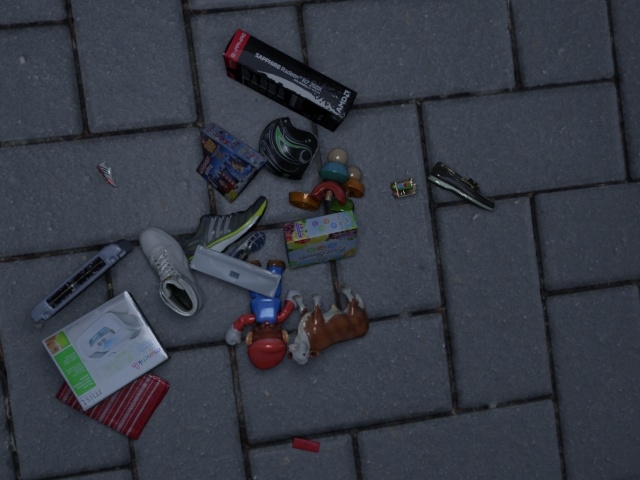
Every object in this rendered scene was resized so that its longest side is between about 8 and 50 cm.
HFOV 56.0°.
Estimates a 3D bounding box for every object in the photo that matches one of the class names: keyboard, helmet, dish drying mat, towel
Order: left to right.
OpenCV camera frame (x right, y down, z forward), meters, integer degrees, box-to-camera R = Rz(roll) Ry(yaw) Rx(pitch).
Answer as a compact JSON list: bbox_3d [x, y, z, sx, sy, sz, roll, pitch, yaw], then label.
[{"bbox_3d":[-0.611,0.445,1.780,0.275,0.031,0.198,30,88,-6],"label":"towel"},{"bbox_3d":[-0.243,0.089,1.722,0.256,0.014,0.072,20,97,0],"label":"keyboard"},{"bbox_3d":[-0.102,-0.270,1.759,0.162,0.169,0.169,26,88,-12],"label":"helmet"},{"bbox_3d":[-0.044,0.632,1.857,0.083,0.008,0.032,14,89,-5],"label":"dish drying mat"}]

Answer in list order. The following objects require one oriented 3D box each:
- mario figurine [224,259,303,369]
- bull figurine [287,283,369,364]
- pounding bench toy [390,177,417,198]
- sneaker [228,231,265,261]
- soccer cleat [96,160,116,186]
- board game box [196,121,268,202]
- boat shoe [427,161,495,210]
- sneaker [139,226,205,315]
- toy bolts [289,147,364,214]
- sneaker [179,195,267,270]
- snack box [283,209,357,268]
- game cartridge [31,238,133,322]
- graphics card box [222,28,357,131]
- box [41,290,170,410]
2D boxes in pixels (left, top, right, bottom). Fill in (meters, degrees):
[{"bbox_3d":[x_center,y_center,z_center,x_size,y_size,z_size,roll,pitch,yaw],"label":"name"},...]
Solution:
[{"bbox_3d":[-0.171,0.223,1.801,0.198,0.170,0.320,-6,80,30],"label":"mario figurine"},{"bbox_3d":[0.014,0.242,1.767,0.310,0.101,0.188,-10,93,-39],"label":"bull figurine"},{"bbox_3d":[0.253,-0.160,1.836,0.065,0.083,0.052,-14,93,-7],"label":"pounding bench toy"},{"bbox_3d":[-0.225,0.016,1.803,0.135,0.058,0.052,-41,123,-26],"label":"sneaker"},{"bbox_3d":[-0.621,-0.195,1.767,0.036,0.029,0.083,-36,90,0],"label":"soccer cleat"},{"bbox_3d":[-0.277,-0.235,1.746,0.194,0.194,0.060,44,47,-4],"label":"board game box"},{"bbox_3d":[0.446,-0.165,1.858,0.228,0.081,0.068,28,92,-4],"label":"boat shoe"},{"bbox_3d":[-0.430,0.085,1.725,0.108,0.169,0.292,-34,93,-3],"label":"sneaker"},{"bbox_3d":[0.021,-0.176,1.753,0.218,0.228,0.158,13,79,6],"label":"toy bolts"},{"bbox_3d":[-0.285,-0.043,1.770,0.300,0.111,0.121,-38,92,-6],"label":"sneaker"},{"bbox_3d":[0.000,0.000,1.765,0.207,0.174,0.070,-11,62,-6],"label":"snack box"},{"bbox_3d":[-0.660,0.105,1.684,0.294,0.196,0.060,-41,95,-4],"label":"game cartridge"},{"bbox_3d":[-0.090,-0.447,1.719,0.371,0.233,0.094,28,88,-5],"label":"graphics card box"},{"bbox_3d":[-0.600,0.310,1.706,0.262,0.127,0.231,-31,87,-14],"label":"box"}]
